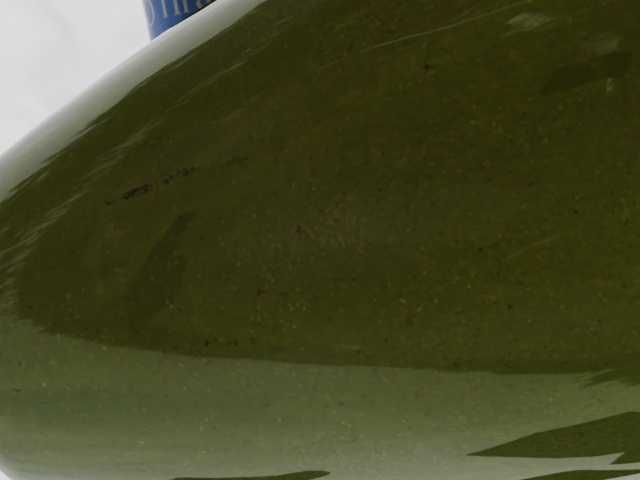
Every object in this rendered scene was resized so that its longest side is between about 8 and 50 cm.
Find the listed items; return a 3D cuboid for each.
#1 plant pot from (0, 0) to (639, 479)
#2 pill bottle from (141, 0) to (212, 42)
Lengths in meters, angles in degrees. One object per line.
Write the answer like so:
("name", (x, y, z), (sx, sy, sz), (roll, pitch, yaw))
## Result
("plant pot", (0.000, 0.000, 0.514), (0.293, 0.275, 0.274), (-16, -108, 7))
("pill bottle", (-0.053, -0.130, 0.832), (0.124, 0.124, 0.221), (-15, -83, -26))
